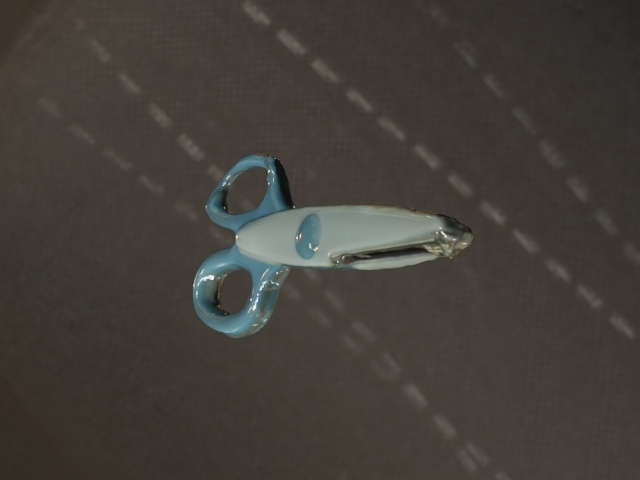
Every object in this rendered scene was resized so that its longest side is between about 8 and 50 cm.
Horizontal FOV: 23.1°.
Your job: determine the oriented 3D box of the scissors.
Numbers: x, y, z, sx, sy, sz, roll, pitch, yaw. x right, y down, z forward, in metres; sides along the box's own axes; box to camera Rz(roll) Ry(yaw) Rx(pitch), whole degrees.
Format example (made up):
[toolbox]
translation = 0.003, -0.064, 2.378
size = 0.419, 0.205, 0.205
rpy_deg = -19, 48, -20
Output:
[scissors]
translation = 0.000, 0.000, 1.072
size = 0.041, 0.289, 0.138
rpy_deg = 14, -100, -35
